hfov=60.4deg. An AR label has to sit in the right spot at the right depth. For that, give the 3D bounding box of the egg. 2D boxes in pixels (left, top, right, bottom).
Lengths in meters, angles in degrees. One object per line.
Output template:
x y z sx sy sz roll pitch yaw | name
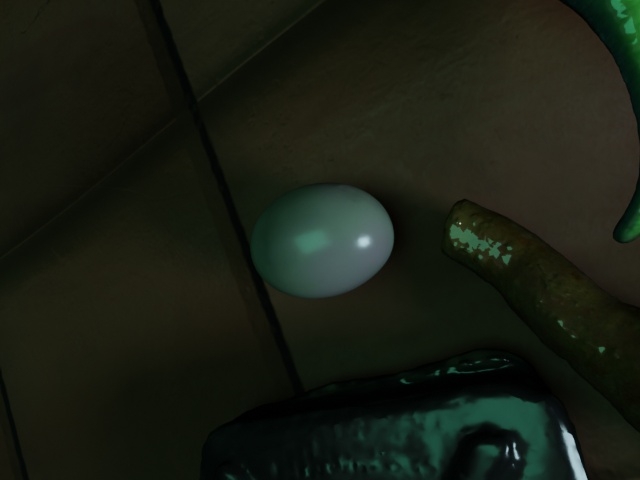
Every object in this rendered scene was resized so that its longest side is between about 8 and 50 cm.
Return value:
0.000 0.000 0.496 0.135 0.103 0.103 -13 83 26 | egg

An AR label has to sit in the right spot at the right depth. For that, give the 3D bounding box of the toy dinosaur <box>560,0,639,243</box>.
0.073 -0.254 0.441 0.375 0.144 0.499 2 86 35 | toy dinosaur

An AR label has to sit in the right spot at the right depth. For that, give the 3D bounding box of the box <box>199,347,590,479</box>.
0.069 0.296 0.463 0.350 0.091 0.358 -20 82 28 | box

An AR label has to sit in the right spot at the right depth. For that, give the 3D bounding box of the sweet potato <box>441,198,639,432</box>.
0.240 0.086 0.366 0.385 0.109 0.109 28 103 33 | sweet potato
